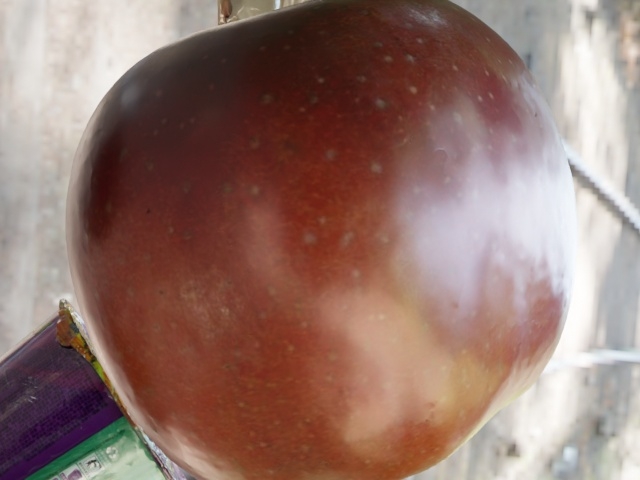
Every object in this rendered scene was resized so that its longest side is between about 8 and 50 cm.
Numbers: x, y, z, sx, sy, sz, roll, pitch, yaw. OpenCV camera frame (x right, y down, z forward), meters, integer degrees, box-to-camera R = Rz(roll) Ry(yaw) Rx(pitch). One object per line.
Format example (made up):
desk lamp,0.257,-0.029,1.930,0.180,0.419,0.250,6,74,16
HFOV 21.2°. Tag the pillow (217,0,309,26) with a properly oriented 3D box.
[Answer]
pillow,0.010,-0.203,1.182,0.067,0.173,0.270,-106,-164,-80

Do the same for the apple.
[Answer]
apple,0.000,0.000,0.735,0.201,0.218,0.218,66,17,-3

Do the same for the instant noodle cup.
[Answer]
instant noodle cup,-0.253,0.208,1.602,0.251,0.190,0.251,56,-6,9
